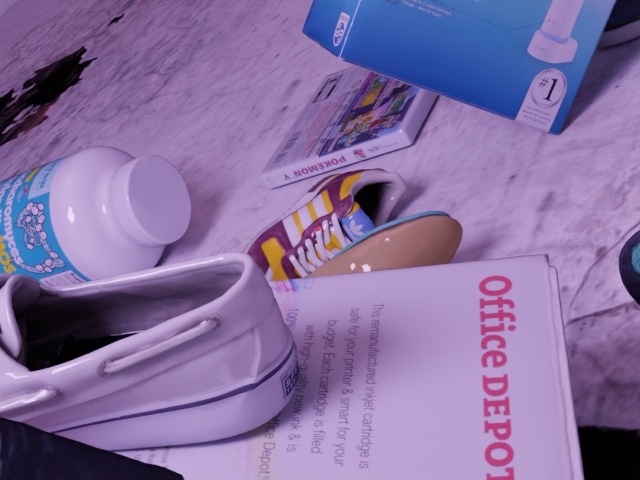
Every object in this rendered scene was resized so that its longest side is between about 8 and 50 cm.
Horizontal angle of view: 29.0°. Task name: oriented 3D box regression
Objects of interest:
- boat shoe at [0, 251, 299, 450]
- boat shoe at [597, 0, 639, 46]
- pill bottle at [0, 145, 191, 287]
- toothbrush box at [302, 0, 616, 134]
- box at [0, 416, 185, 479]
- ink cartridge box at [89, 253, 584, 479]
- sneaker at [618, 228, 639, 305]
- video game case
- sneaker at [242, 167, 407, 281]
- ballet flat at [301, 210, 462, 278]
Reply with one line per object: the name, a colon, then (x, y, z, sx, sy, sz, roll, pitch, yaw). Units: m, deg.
boat shoe: (-0.148, 0.060, 0.610, 0.267, 0.088, 0.096, -8, 32, 10)
boat shoe: (0.339, -0.267, 1.103, 0.254, 0.079, 0.095, -26, 27, 18)
pill bottle: (-0.263, -0.013, 1.303, 0.264, 0.146, 0.146, -16, 30, 34)
toothbrush box: (0.143, -0.266, 1.029, 0.126, 0.216, 0.296, -127, 55, -64)
box: (-0.306, 0.252, 0.298, 0.297, 0.471, 0.480, -16, 60, 35)
ink cartridge box: (-0.017, 0.129, 0.661, 0.306, 0.131, 0.226, -5, 32, 10)
sneaker: (0.292, -0.008, 0.729, 0.223, 0.083, 0.098, -15, 10, 27)
video game case: (0.047, -0.139, 1.302, 0.183, 0.023, 0.201, -15, 30, 36)
sneaker: (0.000, 0.000, 1.051, 0.084, 0.069, 0.185, -11, 34, 51)
ballet flat: (0.013, 0.056, 0.956, 0.232, 0.080, 0.073, -27, 54, 22)
